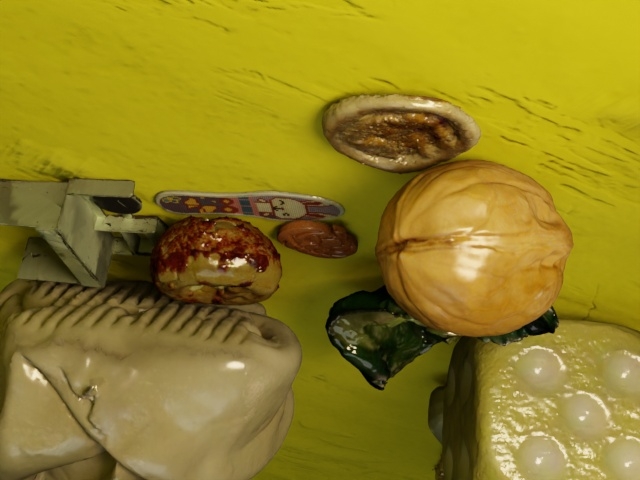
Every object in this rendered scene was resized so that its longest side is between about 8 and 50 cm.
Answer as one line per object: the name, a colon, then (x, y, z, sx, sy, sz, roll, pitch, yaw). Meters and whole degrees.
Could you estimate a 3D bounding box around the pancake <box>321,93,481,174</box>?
pancake: (0.070, -0.094, 1.079, 0.140, 0.022, 0.139, 5, 157, 2)

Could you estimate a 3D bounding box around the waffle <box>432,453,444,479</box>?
waffle: (0.235, 0.383, 2.071, 0.161, 0.046, 0.192, 17, 154, -28)

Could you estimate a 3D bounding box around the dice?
dice: (0.271, 0.227, 1.459, 0.227, 0.233, 0.238, 3, 162, -3)

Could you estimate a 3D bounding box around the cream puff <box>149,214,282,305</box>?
cream puff: (-0.106, 0.018, 1.288, 0.149, 0.084, 0.149, 0, 166, 0)

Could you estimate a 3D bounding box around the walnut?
walnut: (0.141, 0.008, 1.114, 0.159, 0.159, 0.207, -18, 168, 42)

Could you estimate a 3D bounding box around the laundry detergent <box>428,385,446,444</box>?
laundry detergent: (0.287, 0.241, 1.690, 0.253, 0.091, 0.181, -9, 147, 31)

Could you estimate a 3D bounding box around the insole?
insole: (-0.073, -0.036, 1.264, 0.197, 0.004, 0.065, 3, 156, 6)

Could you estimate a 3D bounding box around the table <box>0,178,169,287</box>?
table: (-0.259, -0.007, 1.305, 0.175, 0.062, 0.146, 3, 156, 12)

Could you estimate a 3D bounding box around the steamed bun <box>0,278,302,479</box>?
steamed bun: (-0.213, 0.181, 1.370, 0.368, 0.255, 0.342, 8, -173, -2)

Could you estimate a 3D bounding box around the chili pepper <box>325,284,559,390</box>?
chili pepper: (0.134, 0.074, 1.357, 0.265, 0.116, 0.148, -16, 136, 39)

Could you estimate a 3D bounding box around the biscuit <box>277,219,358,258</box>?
biscuit: (0.000, 0.000, 1.308, 0.091, 0.015, 0.078, 19, 156, -33)
